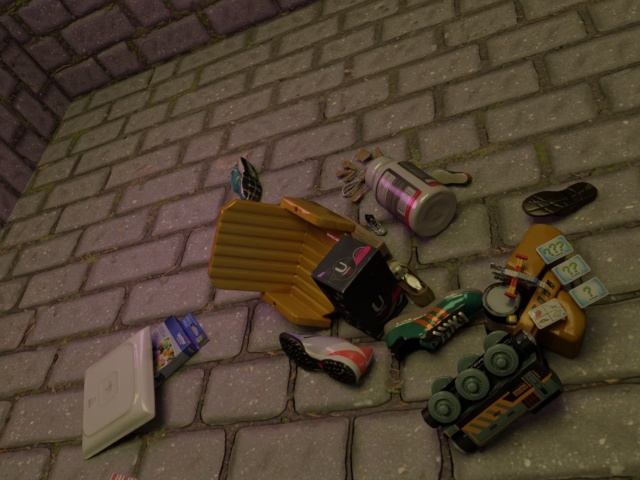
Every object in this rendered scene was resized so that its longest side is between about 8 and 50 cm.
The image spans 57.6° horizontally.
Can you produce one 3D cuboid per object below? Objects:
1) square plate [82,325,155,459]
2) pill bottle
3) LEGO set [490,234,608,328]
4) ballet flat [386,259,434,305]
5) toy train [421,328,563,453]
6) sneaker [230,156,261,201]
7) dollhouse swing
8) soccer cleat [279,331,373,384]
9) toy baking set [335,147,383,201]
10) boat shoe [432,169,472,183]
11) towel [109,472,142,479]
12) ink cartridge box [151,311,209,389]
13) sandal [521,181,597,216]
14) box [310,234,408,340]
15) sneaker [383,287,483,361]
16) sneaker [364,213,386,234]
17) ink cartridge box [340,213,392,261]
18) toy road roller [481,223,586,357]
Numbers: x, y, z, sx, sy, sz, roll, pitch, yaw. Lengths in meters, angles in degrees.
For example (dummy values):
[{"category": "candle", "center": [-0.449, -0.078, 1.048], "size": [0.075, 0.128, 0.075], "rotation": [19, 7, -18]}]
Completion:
[{"category": "square plate", "center": [-0.696, 0.505, 1.963], "size": [0.344, 0.049, 0.347], "rotation": [-34, 47, 19]}, {"category": "pill bottle", "center": [0.284, -0.160, 1.922], "size": [0.176, 0.176, 0.318], "rotation": [-39, 43, -5]}, {"category": "LEGO set", "center": [0.521, 0.100, 1.368], "size": [0.244, 0.060, 0.182], "rotation": [-26, 63, -4]}, {"category": "ballet flat", "center": [0.262, 0.110, 1.774], "size": [0.080, 0.073, 0.232], "rotation": [-41, 43, -7]}, {"category": "toy train", "center": [0.399, 0.359, 1.367], "size": [0.190, 0.142, 0.334], "rotation": [46, 106, 5]}, {"category": "sneaker", "center": [-0.320, -0.235, 2.435], "size": [0.110, 0.107, 0.275], "rotation": [-43, 35, 20]}, {"category": "dollhouse swing", "center": [-0.126, 0.061, 1.775], "size": [0.315, 0.305, 0.347], "rotation": [31, 112, 46]}, {"category": "soccer cleat", "center": [0.011, 0.328, 1.732], "size": [0.318, 0.109, 0.116], "rotation": [12, 38, 41]}, {"category": "toy baking set", "center": [0.159, -0.247, 2.186], "size": [0.196, 0.030, 0.256], "rotation": [-27, 43, 13]}, {"category": "boat shoe", "center": [0.445, -0.216, 1.973], "size": [0.137, 0.049, 0.043], "rotation": [9, 16, 39]}, {"category": "towel", "center": [-0.585, 0.784, 1.736], "size": [0.197, 0.029, 0.144], "rotation": [-2, 52, 33]}, {"category": "ink cartridge box", "center": [-0.554, 0.390, 2.038], "size": [0.311, 0.065, 0.186], "rotation": [-40, 44, -8]}, {"category": "sandal", "center": [0.705, -0.111, 1.716], "size": [0.219, 0.060, 0.090], "rotation": [-20, 50, -5]}, {"category": "box", "center": [0.119, 0.139, 1.692], "size": [0.143, 0.270, 0.165], "rotation": [25, 69, 43]}, {"category": "sneaker", "center": [0.323, 0.241, 1.607], "size": [0.302, 0.108, 0.121], "rotation": [-29, 44, 18]}, {"category": "sneaker", "center": [0.180, -0.060, 1.976], "size": [0.038, 0.069, 0.098], "rotation": [-44, 44, -9]}, {"category": "ink cartridge box", "center": [0.088, 0.042, 1.929], "size": [0.193, 0.088, 0.234], "rotation": [-44, 44, -7]}, {"category": "toy road roller", "center": [0.573, 0.147, 1.473], "size": [0.240, 0.202, 0.329], "rotation": [27, 72, 29]}]
